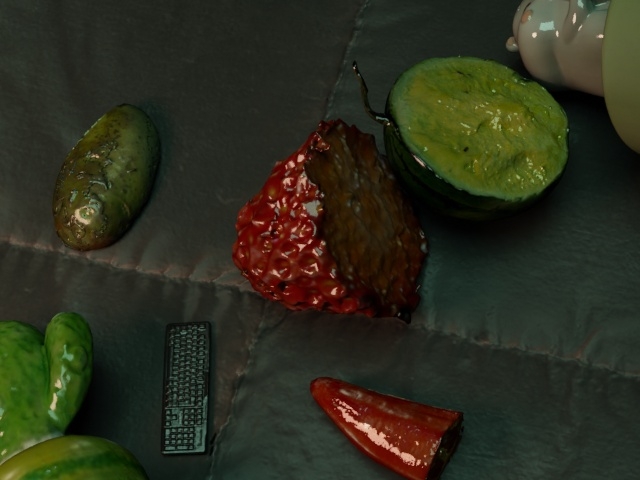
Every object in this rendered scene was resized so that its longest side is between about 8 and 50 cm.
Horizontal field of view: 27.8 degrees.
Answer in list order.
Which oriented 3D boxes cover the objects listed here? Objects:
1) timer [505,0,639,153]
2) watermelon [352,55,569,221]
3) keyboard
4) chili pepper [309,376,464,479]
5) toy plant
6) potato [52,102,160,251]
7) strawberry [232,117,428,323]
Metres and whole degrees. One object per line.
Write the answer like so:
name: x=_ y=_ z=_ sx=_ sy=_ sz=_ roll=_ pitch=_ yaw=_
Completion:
timer: x=0.353 y=-0.228 z=1.436 sx=0.315 sy=0.291 sz=0.291 roll=16 pitch=64 yaw=41
watermelon: x=0.157 y=-0.101 z=1.436 sx=0.232 sy=0.127 sz=0.204 roll=-6 pitch=58 yaw=-19
keyboard: x=-0.147 y=0.160 z=1.414 sx=0.053 sy=0.010 sz=0.155 roll=-4 pitch=62 yaw=4
chili pepper: x=0.059 y=0.185 z=1.347 sx=0.169 sy=0.065 sz=0.088 roll=25 pitch=68 yaw=23
toy plant: x=-0.300 y=0.205 z=1.331 sx=0.224 sy=0.184 sz=0.316 roll=-42 pitch=53 yaw=6
potato: x=-0.257 y=-0.083 z=1.533 sx=0.119 sy=0.054 sz=0.198 roll=22 pitch=68 yaw=21
strawberry: x=0.000 y=0.000 z=1.410 sx=0.178 sy=0.234 sz=0.234 roll=-20 pitch=57 yaw=33
